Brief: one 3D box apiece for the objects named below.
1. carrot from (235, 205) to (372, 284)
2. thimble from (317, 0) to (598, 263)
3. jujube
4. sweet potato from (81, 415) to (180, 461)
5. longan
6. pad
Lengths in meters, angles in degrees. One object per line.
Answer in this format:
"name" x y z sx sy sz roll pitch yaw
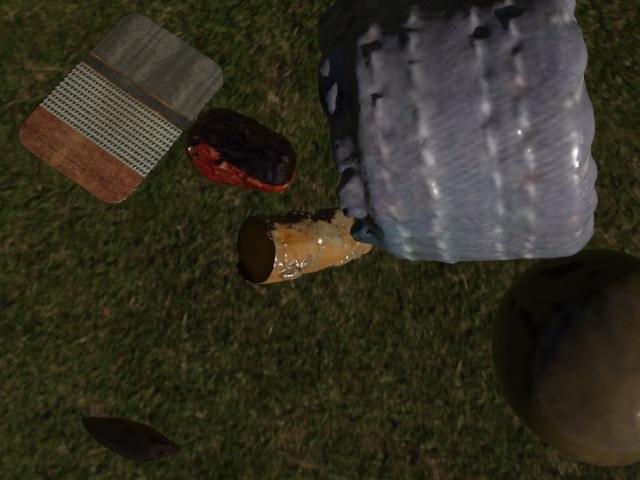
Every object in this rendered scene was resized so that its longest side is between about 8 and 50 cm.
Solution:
"carrot" 0.000 0.000 1.290 0.102 0.263 0.102 9 102 45
"thimble" 0.097 -0.087 0.645 0.172 0.236 0.205 -4 97 13
"jujube" -0.157 -0.177 1.832 0.230 0.155 0.155 18 110 14
"sweet potato" -0.169 0.174 0.796 0.095 0.034 0.034 13 110 12
"longan" 0.402 0.165 1.330 0.319 0.319 0.319 1 109 3
"pad" -0.312 -0.228 1.152 0.323 0.055 0.250 41 67 -15
